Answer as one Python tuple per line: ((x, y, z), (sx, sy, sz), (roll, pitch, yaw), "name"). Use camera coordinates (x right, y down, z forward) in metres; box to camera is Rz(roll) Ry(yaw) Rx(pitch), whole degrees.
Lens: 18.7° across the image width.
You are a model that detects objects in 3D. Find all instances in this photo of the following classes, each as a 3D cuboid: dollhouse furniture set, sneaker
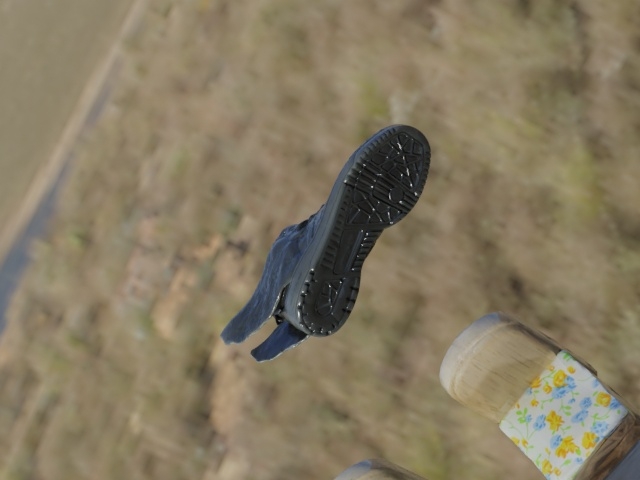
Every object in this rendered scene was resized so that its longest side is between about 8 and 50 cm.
((0.096, 0.280, 1.161), (0.394, 0.256, 0.362), (-50, 51, 8), "dollhouse furniture set")
((0.002, 0.001, 1.209), (0.170, 0.051, 0.089), (-62, 22, -4), "sneaker")
